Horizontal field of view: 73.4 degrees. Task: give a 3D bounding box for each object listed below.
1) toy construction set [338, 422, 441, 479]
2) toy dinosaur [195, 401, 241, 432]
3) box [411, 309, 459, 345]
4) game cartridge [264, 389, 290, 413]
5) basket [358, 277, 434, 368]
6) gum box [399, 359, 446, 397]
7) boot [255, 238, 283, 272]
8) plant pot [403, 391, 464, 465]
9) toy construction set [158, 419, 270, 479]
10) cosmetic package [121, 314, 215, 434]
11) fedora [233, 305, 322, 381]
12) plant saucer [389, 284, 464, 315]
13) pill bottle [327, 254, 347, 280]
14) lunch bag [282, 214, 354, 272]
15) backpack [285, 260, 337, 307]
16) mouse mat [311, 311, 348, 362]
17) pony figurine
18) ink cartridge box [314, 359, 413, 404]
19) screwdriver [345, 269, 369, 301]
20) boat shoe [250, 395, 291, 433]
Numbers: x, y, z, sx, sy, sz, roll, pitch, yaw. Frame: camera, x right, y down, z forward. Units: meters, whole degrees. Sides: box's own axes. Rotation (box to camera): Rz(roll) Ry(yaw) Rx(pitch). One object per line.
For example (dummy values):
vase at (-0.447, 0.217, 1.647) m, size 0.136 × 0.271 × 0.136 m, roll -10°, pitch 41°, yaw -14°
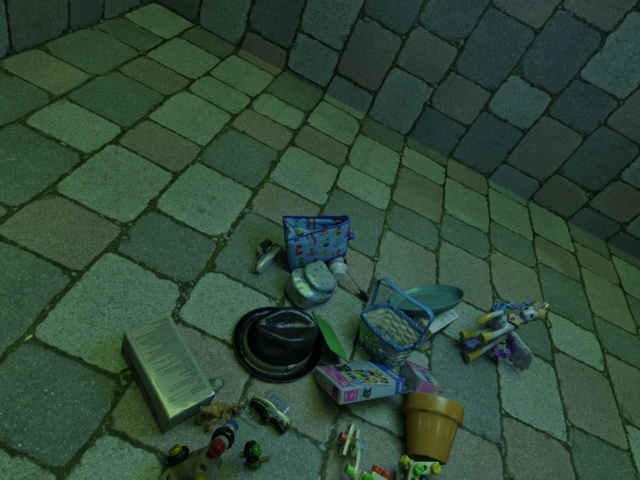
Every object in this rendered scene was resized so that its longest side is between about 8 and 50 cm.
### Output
toy construction set at (0.191, 0.715, 1.322) m, size 0.327 × 0.151 × 0.215 m, roll 26°, pitch 66°, yaw 7°
toy dinosaur at (-0.323, 0.502, 1.264) m, size 0.064 × 0.112 × 0.211 m, roll 35°, pitch 2°, yaw 33°
box at (0.482, 0.352, 1.860) m, size 0.203 × 0.114 × 0.103 m, roll -18°, pitch 60°, yaw -38°
game cartridge at (-0.146, 0.536, 1.409) m, size 0.083 × 0.017 × 0.056 m, roll 37°, pitch 39°, yaw 8°
basket at (0.280, 0.318, 1.625) m, size 0.200 × 0.289 × 0.254 m, roll -8°, pitch 34°, yaw -44°
gum box at (0.378, 0.525, 1.611) m, size 0.107 × 0.062 × 0.188 m, roll 24°, pitch 5°, yaw -9°
boot at (-0.237, 0.063, 1.783) m, size 0.086 × 0.069 × 0.190 m, roll 30°, pitch 34°, yaw 11°
plant pot at (0.377, 0.650, 1.471) m, size 0.204 × 0.205 × 0.188 m, roll 23°, pitch 57°, yaw -8°
toy construction set at (-0.297, 0.650, 1.098) m, size 0.237 × 0.258 × 0.309 m, roll -20°, pitch 28°, yaw 10°
cosmetic package at (-0.461, 0.394, 1.287) m, size 0.153 × 0.129 × 0.296 m, roll -17°, pitch 59°, yaw -41°
fedora at (-0.131, 0.329, 1.514) m, size 0.333 × 0.153 × 0.334 m, roll 16°, pitch 44°, yaw -15°
plant saucer at (0.458, 0.260, 1.853) m, size 0.317 × 0.317 × 0.044 m, roll -17°, pitch 101°, yaw -39°
pill bottle at (0.074, 0.101, 1.896) m, size 0.085 × 0.086 × 0.152 m, roll 14°, pitch 45°, yaw -17°
lunch bag at (0.000, 0.000, 1.781) m, size 0.292 × 0.221 × 0.138 m, roll -8°, pitch 51°, yaw -6°
backpack at (-0.039, 0.177, 1.721) m, size 0.188 × 0.144 × 0.166 m, roll -17°, pitch 65°, yaw -35°
mouse mat at (0.036, 0.358, 1.592) m, size 0.152 × 0.007 × 0.190 m, roll 46°, pitch 10°, yaw -42°
pony figurine at (0.782, 0.401, 1.856) m, size 0.362 × 0.351 × 0.303 m, roll -15°, pitch 53°, yaw -16°
ink cartridge box at (0.156, 0.489, 1.514) m, size 0.310 × 0.065 × 0.185 m, roll 4°, pitch 6°, yaw -28°
screwdriver at (0.157, 0.195, 1.858) m, size 0.024 × 0.025 × 0.170 m, roll -37°, pitch 95°, yaw -6°
boat shoe at (-0.161, 0.550, 1.356) m, size 0.152 × 0.056 × 0.049 m, roll 34°, pitch 37°, yaw 4°
